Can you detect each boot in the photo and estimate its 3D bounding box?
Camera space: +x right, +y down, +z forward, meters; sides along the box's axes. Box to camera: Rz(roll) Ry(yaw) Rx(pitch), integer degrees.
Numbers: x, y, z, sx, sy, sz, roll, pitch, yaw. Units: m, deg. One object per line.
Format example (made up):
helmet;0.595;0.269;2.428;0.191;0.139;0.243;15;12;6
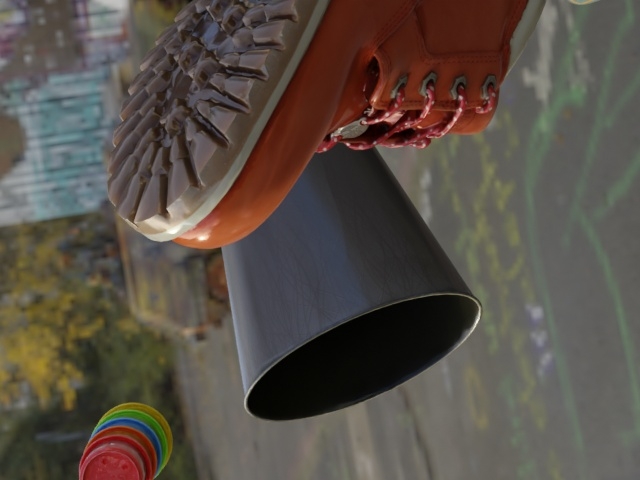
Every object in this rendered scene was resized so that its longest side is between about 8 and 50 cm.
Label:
boot;0.011;-0.043;0.384;0.084;0.059;0.158;49;-131;-24

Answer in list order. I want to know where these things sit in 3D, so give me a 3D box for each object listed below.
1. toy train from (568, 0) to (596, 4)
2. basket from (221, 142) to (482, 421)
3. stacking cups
toy train;0.269;-0.317;1.548;0.142;0.190;0.334;-60;15;-12
basket;0.000;0.000;1.276;0.154;0.204;0.227;33;-148;-56
stacking cups;-0.215;0.244;1.709;0.316;0.096;0.096;-135;36;-87
